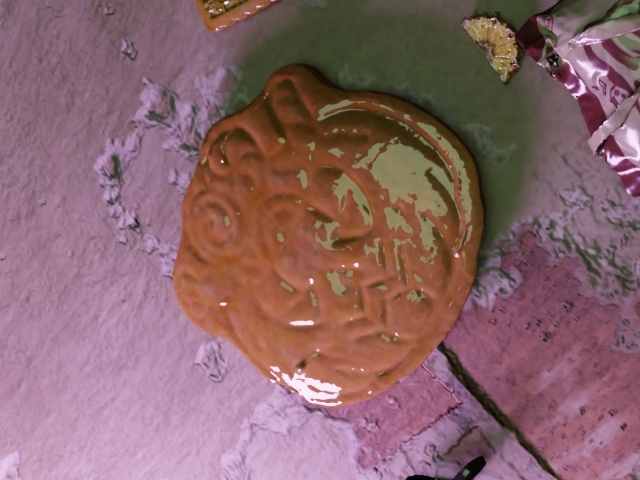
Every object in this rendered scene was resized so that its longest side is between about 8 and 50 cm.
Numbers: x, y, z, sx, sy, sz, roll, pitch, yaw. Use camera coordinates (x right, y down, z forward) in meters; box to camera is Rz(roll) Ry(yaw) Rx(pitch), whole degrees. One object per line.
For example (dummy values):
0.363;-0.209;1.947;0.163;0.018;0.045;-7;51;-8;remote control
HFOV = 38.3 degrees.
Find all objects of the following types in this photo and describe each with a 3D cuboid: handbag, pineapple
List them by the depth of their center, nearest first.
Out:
0.323;-0.183;0.840;0.235;0.127;0.213;-39;84;39;handbag
0.185;-0.207;0.955;0.045;0.019;0.083;-39;86;33;pineapple

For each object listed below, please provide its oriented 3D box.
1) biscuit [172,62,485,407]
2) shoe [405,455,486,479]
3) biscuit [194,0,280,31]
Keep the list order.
-0.001;0.000;1.066;0.365;0.062;0.385;31;113;16;biscuit
0.129;0.291;1.082;0.053;0.062;0.159;51;118;20;shoe
-0.062;-0.356;1.024;0.254;0.029;0.172;-21;94;28;biscuit
